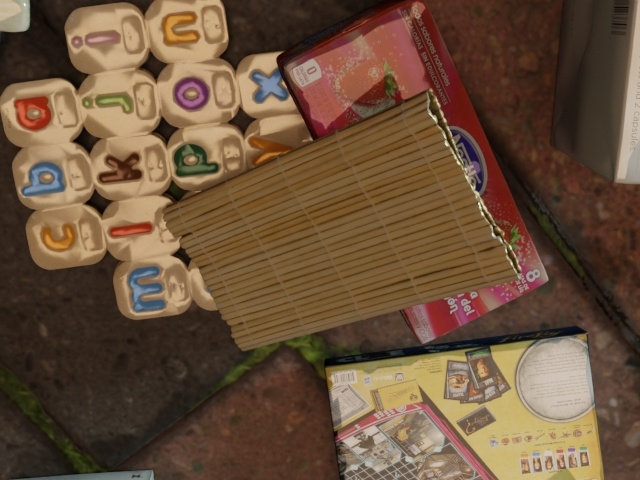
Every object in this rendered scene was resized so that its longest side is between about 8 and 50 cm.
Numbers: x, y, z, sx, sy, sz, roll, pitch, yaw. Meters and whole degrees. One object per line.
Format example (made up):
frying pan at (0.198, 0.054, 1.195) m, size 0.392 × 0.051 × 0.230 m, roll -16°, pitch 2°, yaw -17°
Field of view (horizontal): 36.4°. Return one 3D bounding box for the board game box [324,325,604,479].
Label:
board game box at (0.134, 0.178, 0.910) m, size 0.243 × 0.042 × 0.165 m, roll -7°, pitch 93°, yaw 2°

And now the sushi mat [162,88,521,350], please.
sushi mat at (0.000, 0.000, 0.774) m, size 0.316 × 0.019 × 0.151 m, roll -19°, pitch 107°, yaw 43°

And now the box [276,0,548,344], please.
box at (0.072, -0.063, 0.812) m, size 0.122 × 0.128 × 0.257 m, roll -27°, pitch 104°, yaw 0°

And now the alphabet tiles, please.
alphabet tiles at (-0.134, -0.072, 0.873) m, size 0.277 × 0.021 × 0.284 m, roll -8°, pitch 104°, yaw -1°

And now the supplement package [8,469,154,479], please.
supplement package at (-0.228, 0.350, 0.890) m, size 0.149 × 0.194 × 0.203 m, roll -4°, pitch 104°, yaw 0°

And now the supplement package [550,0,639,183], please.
supplement package at (0.282, -0.185, 0.749) m, size 0.145 × 0.204 × 0.262 m, roll 1°, pitch 104°, yaw -1°

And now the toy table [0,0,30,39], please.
toy table at (-0.348, -0.188, 0.760) m, size 0.252 × 0.161 × 0.274 m, roll -9°, pitch 109°, yaw -6°
